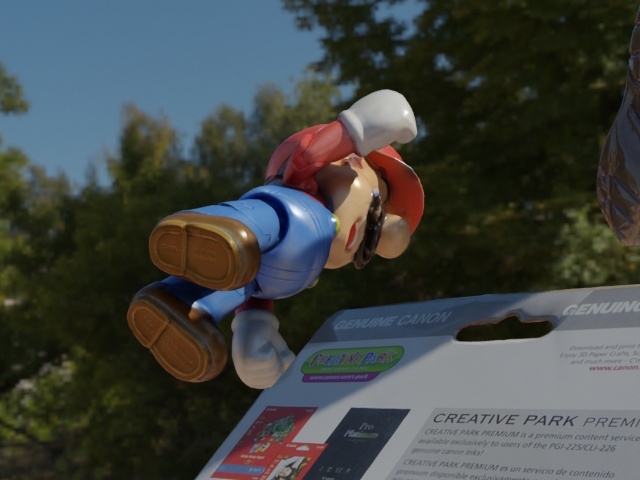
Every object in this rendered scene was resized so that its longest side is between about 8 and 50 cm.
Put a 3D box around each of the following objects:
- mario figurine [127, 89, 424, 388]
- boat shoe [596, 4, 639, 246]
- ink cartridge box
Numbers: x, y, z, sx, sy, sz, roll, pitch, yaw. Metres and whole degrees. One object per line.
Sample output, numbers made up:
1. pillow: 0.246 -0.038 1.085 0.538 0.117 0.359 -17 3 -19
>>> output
1. mario figurine: 0.000 0.000 0.964 0.198 0.170 0.320 -28 5 35
2. boat shoe: 0.328 -0.131 1.015 0.116 0.123 0.324 -2 -43 -10
3. ink cartridge box: 0.067 0.157 0.558 0.309 0.130 0.272 -7 36 49
